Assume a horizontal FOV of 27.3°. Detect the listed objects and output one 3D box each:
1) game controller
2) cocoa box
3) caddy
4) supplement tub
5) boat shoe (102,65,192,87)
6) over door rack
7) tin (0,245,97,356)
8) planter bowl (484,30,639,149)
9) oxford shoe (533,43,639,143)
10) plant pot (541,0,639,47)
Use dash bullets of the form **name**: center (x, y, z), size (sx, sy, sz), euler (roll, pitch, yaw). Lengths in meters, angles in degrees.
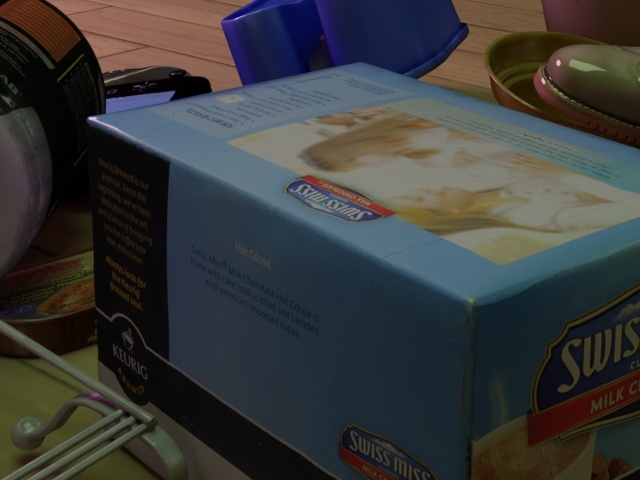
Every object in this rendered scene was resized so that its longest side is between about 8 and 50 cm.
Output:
- **game controller**: center (-0.215, -0.117, 1.394), size (0.166, 0.067, 0.319), euler (2, 22, 4)
- **cocoa box**: center (0.046, 0.050, 0.770), size (0.231, 0.228, 0.347), euler (-16, 27, -35)
- **caddy**: center (0.035, -0.223, 1.524), size (0.241, 0.179, 0.341), euler (-17, 15, 24)
- **supplement tub**: center (-0.295, -0.096, 1.087), size (0.207, 0.207, 0.338), euler (1, 20, 2)
- **boat shoe**: center (-0.219, -0.189, 1.592), size (0.133, 0.049, 0.042), euler (-13, 27, -29)
- **over door rack**: center (-0.270, 0.100, 0.751), size (0.324, 0.108, 0.239), euler (38, 36, 20)
- **tin**: center (-0.186, 0.043, 1.042), size (0.189, 0.040, 0.106), euler (-17, 32, -34)
- **planter bowl**: center (0.264, -0.129, 1.370), size (0.217, 0.090, 0.217), euler (10, 34, -6)
- **oxford shoe**: center (0.401, -0.174, 1.262), size (0.397, 0.146, 0.140), euler (0, 37, -13)
- **plant pot**: center (0.361, -0.272, 1.505), size (0.256, 0.274, 0.256), euler (0, 22, 0)
